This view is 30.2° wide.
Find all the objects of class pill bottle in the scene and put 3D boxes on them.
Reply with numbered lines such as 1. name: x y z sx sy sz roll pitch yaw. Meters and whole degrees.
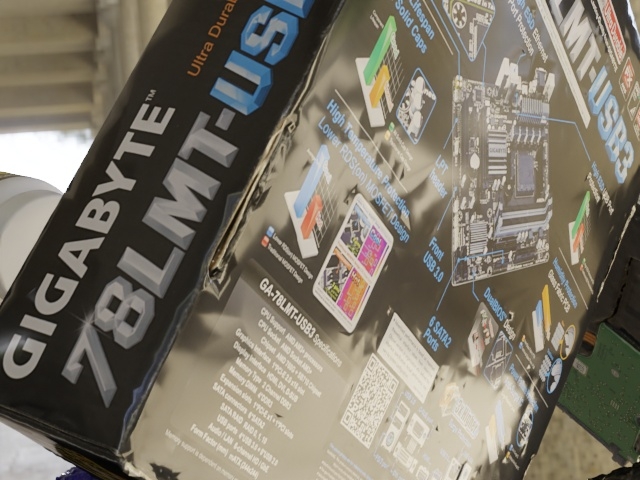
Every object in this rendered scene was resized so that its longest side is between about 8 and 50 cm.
1. pill bottle: -0.283 -0.002 1.045 0.119 0.119 0.208 -4 10 -39

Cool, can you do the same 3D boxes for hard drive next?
1. hard drive: 0.207 0.031 0.959 0.064 0.237 0.339 -38 -29 -20

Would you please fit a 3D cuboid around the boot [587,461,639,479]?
1. boot: 0.197 0.276 0.736 0.348 0.260 0.131 -16 -1 -15

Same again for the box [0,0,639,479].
1. box: 0.038 -0.008 0.469 0.073 0.293 0.295 13 -21 31

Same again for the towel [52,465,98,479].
1. towel: -0.131 0.248 0.465 0.076 0.227 0.308 -12 14 27
